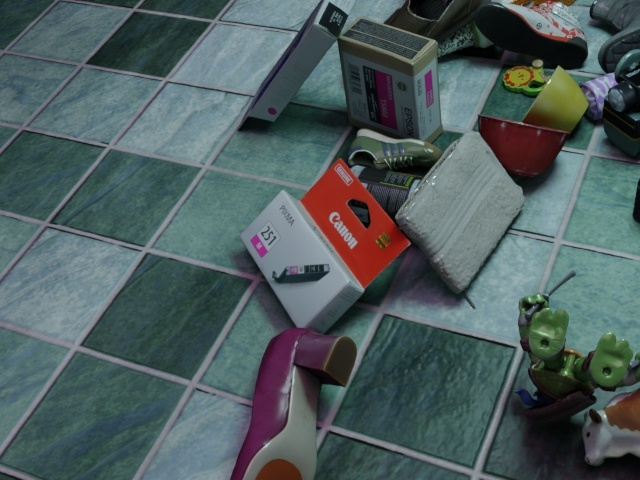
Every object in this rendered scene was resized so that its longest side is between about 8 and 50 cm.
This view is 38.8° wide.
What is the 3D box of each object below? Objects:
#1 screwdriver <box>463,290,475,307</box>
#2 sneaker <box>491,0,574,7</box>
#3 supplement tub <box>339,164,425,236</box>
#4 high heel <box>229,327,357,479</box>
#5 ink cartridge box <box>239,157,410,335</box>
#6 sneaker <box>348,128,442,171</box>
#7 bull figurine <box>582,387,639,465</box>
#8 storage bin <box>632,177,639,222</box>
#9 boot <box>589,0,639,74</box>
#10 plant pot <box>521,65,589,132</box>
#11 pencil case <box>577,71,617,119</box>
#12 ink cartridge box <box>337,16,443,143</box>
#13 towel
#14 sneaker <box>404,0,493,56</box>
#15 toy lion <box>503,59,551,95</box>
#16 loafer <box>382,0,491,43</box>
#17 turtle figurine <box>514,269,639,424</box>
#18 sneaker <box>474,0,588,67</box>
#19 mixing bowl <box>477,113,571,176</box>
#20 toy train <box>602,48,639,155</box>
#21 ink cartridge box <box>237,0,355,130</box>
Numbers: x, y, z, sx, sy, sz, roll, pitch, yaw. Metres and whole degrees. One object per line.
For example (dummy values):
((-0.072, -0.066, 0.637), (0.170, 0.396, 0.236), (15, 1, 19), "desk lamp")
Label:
((0.236, 0.062, 1.638), (0.024, 0.025, 0.170), (-22, 56, -11), "screwdriver")
((0.498, -0.594, 2.152), (0.262, 0.099, 0.121), (-25, 43, -15), "sneaker")
((0.140, -0.070, 1.707), (0.190, 0.117, 0.117), (13, 51, 22), "supplement tub")
((-0.084, 0.304, 1.434), (0.181, 0.127, 0.377), (-5, 43, 47), "high heel")
((0.000, 0.000, 1.630), (0.239, 0.060, 0.275), (-47, 48, 12), "ink cartridge box")
((0.143, -0.164, 1.837), (0.192, 0.064, 0.086), (17, 60, 25), "sneaker")
((0.540, 0.265, 1.331), (0.310, 0.101, 0.188), (-28, 52, -13), "bull figurine")
((0.662, -0.107, 1.668), (0.122, 0.084, 0.180), (20, 54, 27), "storage bin")
((0.675, -0.470, 2.004), (0.338, 0.118, 0.222), (-24, 44, -27), "boot")
((0.484, -0.272, 1.841), (0.095, 0.134, 0.134), (33, 57, 5), "plant pot")
((0.630, -0.312, 1.873), (0.206, 0.088, 0.086), (-19, 84, -7), "pencil case")
((0.144, -0.317, 1.858), (0.193, 0.235, 0.088), (27, 57, 31), "ink cartridge box")
((0.260, -0.059, 1.633), (0.049, 0.187, 0.282), (-21, 24, 52), "towel")
((0.252, -0.566, 2.143), (0.182, 0.158, 0.410), (-27, 45, -3), "sneaker")
((0.449, -0.347, 1.973), (0.096, 0.034, 0.100), (-22, 47, 0), "toy lion")
((0.198, -0.476, 1.987), (0.366, 0.130, 0.134), (-40, 60, 12), "loafer")
((0.389, 0.136, 1.337), (0.274, 0.266, 0.198), (-32, 74, 3), "turtle figurine")
((0.462, -0.481, 2.006), (0.270, 0.090, 0.145), (19, 45, -10), "sneaker")
((0.383, -0.179, 1.755), (0.181, 0.098, 0.181), (10, 11, -2), "mixing bowl")
((0.696, -0.302, 1.772), (0.334, 0.190, 0.142), (-27, 48, -16), "toy train")
((-0.052, -0.378, 1.928), (0.069, 0.371, 0.176), (33, 49, -14), "ink cartridge box")
